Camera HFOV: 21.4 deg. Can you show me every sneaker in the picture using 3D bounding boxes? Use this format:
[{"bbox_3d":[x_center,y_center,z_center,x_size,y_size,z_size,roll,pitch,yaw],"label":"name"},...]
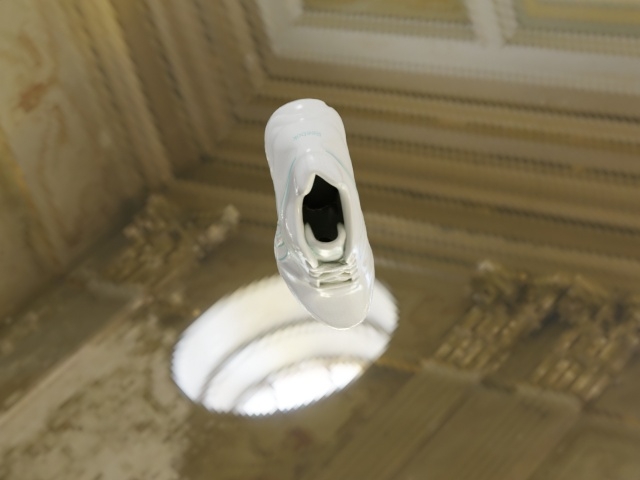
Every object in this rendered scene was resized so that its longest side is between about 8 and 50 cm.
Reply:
[{"bbox_3d":[0.000,0.000,0.913,0.061,0.053,0.152,-104,180,-48],"label":"sneaker"}]
